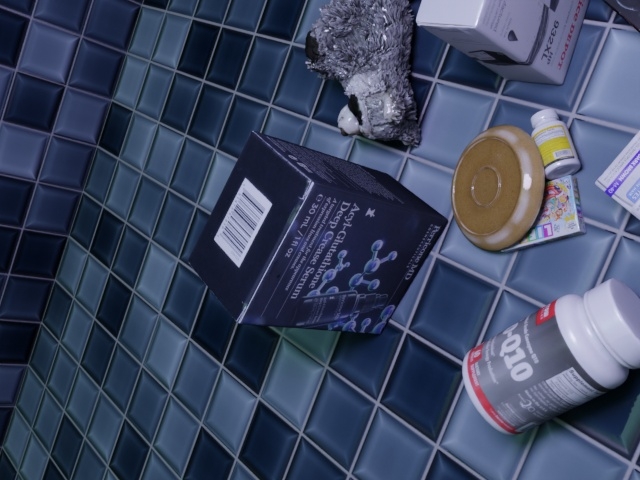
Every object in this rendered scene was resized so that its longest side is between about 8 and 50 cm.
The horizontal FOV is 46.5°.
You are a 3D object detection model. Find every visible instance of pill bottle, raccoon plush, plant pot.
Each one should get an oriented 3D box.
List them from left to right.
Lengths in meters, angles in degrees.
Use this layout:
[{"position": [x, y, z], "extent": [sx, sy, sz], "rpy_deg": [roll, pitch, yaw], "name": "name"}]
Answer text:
[{"position": [0.163, -0.414, 1.530], "extent": [0.299, 0.216, 0.446], "rpy_deg": [45, 113, 32], "name": "raccoon plush"}, {"position": [0.314, -0.099, 1.377], "extent": [0.236, 0.032, 0.236], "rpy_deg": [-17, 71, 58], "name": "plant pot"}, {"position": [0.411, -0.171, 1.316], "extent": [0.065, 0.065, 0.116], "rpy_deg": [-29, 61, 38], "name": "pill bottle"}, {"position": [0.384, 0.187, 1.198], "extent": [0.283, 0.161, 0.161], "rpy_deg": [-39, 56, 32], "name": "pill bottle"}]

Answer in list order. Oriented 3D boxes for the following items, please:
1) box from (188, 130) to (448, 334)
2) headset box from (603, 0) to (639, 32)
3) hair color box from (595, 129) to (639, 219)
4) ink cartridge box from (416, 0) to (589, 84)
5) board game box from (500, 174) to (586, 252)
[{"position": [0.000, 0.000, 1.453], "extent": [0.212, 0.396, 0.293], "rpy_deg": [43, 112, 40], "name": "box"}, {"position": [0.592, -0.394, 1.151], "extent": [0.218, 0.110, 0.293], "rpy_deg": [-50, 51, 25], "name": "headset box"}, {"position": [0.595, -0.049, 1.080], "extent": [0.185, 0.110, 0.339], "rpy_deg": [-55, 50, 20], "name": "hair color box"}, {"position": [0.329, -0.421, 1.279], "extent": [0.129, 0.307, 0.223], "rpy_deg": [21, 96, 43], "name": "ink cartridge box"}, {"position": [0.390, -0.045, 1.337], "extent": [0.154, 0.026, 0.103], "rpy_deg": [-19, 69, 41], "name": "board game box"}]
